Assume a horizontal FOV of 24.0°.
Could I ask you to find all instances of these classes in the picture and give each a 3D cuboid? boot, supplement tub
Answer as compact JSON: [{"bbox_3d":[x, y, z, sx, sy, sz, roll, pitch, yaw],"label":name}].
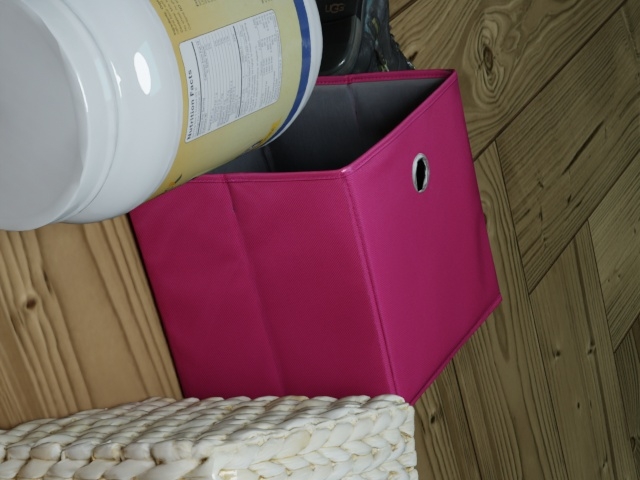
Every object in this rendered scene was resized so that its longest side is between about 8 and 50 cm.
[{"bbox_3d":[0.062,-0.235,1.755,0.229,0.091,0.263,44,58,-56],"label":"boot"},{"bbox_3d":[-0.167,-0.145,1.240,0.316,0.228,0.228,-31,116,-53],"label":"supplement tub"}]

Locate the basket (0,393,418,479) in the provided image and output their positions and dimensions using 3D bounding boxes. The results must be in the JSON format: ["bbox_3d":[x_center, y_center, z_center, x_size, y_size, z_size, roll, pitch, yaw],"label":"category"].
[{"bbox_3d":[-0.116,0.276,1.243,0.331,0.328,0.267,-5,90,-57],"label":"basket"}]

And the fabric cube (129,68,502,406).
[{"bbox_3d":[0.000,0.000,1.478,0.254,0.259,0.258,-42,125,-51],"label":"fabric cube"}]
